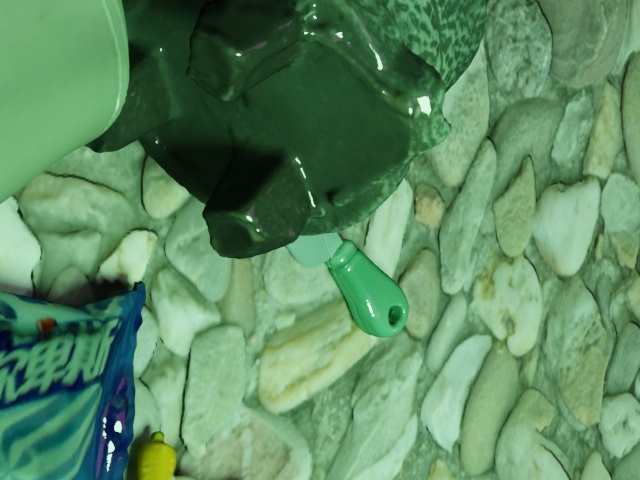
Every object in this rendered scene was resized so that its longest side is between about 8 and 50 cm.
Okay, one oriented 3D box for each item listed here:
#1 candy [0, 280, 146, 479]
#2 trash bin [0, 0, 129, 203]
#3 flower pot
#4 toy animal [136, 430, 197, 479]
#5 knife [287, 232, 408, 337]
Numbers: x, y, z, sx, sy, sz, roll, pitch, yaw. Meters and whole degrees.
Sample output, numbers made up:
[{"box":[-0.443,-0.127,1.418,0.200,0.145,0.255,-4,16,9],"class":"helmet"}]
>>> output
[{"box":[-0.249,0.104,1.262,0.331,0.077,0.187,13,86,-51],"class":"candy"},{"box":[-0.319,-0.087,1.017,0.432,0.280,0.280,-45,126,-32],"class":"trash bin"},{"box":[-0.017,-0.145,1.331,0.283,0.299,0.299,-47,127,-40],"class":"flower pot"},{"box":[-0.112,0.240,1.438,0.182,0.131,0.127,-36,156,-32],"class":"toy animal"},{"box":[-0.001,0.001,1.574,0.260,0.035,0.063,50,65,-32],"class":"knife"}]
